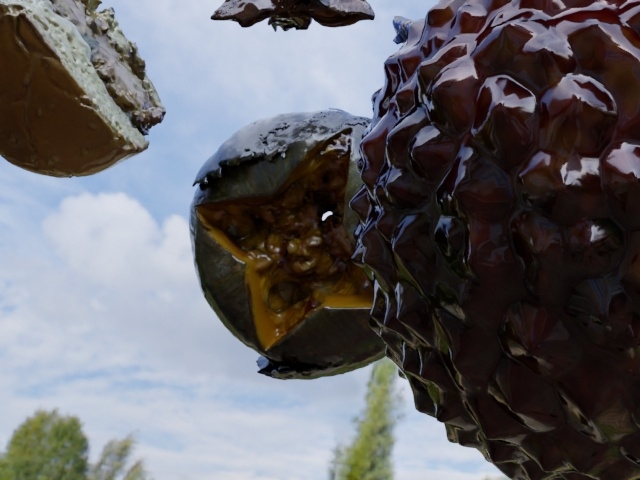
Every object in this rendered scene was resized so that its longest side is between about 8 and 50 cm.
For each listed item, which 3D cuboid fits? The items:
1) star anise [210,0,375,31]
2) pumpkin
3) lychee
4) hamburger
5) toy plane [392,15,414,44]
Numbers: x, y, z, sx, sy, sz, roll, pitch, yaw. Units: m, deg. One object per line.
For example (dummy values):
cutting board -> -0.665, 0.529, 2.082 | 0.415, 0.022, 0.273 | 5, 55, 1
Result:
star anise -> -0.028, -0.288, 0.979 | 0.158, 0.144, 0.140 | 28, -42, -27
pumpkin -> 0.000, 0.000, 1.046 | 0.320, 0.321, 0.192 | -2, 5, 20
lychee -> 0.239, 0.000, 0.690 | 0.424, 0.425, 0.500 | -10, -43, 31
hamburger -> -0.300, -0.187, 0.942 | 0.282, 0.155, 0.245 | 11, -66, 10
toy plane -> 0.156, -0.265, 1.277 | 0.054, 0.167, 0.062 | -37, -20, -8
